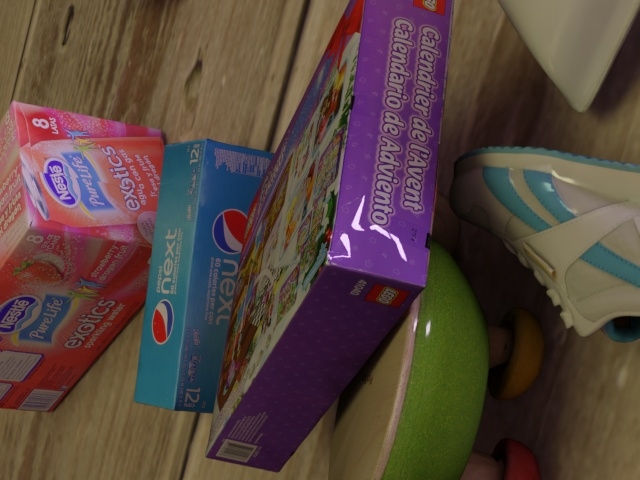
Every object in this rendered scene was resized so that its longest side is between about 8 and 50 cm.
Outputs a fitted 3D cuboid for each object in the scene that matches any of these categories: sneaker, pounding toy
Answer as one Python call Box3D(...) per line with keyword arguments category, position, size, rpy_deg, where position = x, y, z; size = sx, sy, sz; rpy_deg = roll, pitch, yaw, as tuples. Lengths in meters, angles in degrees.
Box3D(category="sneaker", position=(0.142, 0.003, 0.711), size=(0.229, 0.087, 0.092), rpy_deg=(17, 98, 58))
Box3D(category="pounding toy", position=(0.078, 0.084, 0.795), size=(0.237, 0.110, 0.183), rpy_deg=(-92, 17, -67))

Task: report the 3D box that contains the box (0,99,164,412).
Box3D(category="box", position=(-0.268, 0.025, 1.243), size=(0.300, 0.154, 0.142), rpy_deg=(-47, 46, 40))

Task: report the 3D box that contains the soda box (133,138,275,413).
Box3D(category="soda box", position=(-0.091, 0.029, 1.060), size=(0.071, 0.067, 0.210), rpy_deg=(-1, 81, 56))

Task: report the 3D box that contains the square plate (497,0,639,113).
Box3D(category="square plate", position=(0.128, -0.309, 0.764), size=(0.347, 0.049, 0.344), rpy_deg=(-113, 32, -43))

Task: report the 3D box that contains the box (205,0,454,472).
Box3D(category="box", position=(0.000, 0.000, 0.827), size=(0.293, 0.057, 0.200), rpy_deg=(121, 160, -58))
